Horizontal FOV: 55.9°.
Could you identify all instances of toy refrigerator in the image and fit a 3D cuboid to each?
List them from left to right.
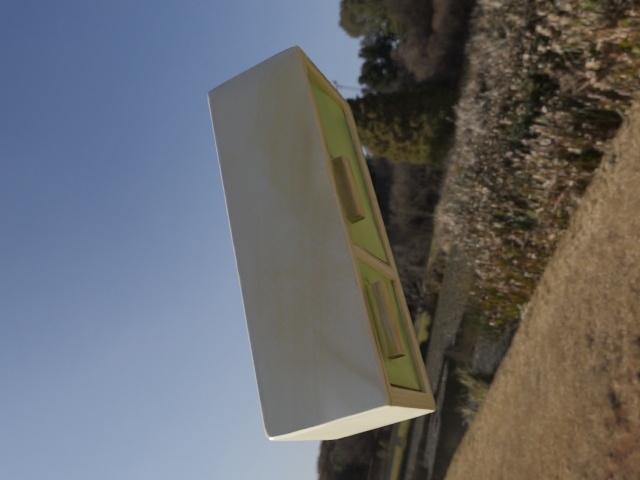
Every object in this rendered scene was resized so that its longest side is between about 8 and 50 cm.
[{"bbox_3d":[0.000,0.000,0.447,0.102,0.094,0.270,32,-140,-58],"label":"toy refrigerator"}]
